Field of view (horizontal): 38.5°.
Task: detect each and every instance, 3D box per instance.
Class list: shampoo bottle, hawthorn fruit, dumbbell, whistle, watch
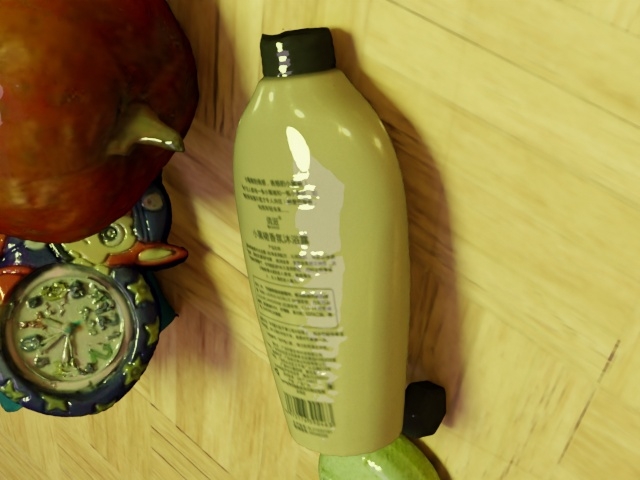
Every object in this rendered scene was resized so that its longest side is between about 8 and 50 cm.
[{"bbox_3d":[0.000,0.000,0.559,0.127,0.078,0.256,11,115,46],"label":"shampoo bottle"},{"bbox_3d":[-0.182,-0.104,0.598,0.250,0.215,0.215,28,135,34],"label":"hawthorn fruit"},{"bbox_3d":[0.046,0.106,0.635,0.083,0.036,0.040,20,130,39],"label":"dumbbell"},{"bbox_3d":[0.078,0.205,0.657,0.198,0.057,0.104,29,136,33],"label":"whistle"},{"bbox_3d":[-0.209,0.052,0.777,0.171,0.196,0.200,71,163,-4],"label":"watch"}]
